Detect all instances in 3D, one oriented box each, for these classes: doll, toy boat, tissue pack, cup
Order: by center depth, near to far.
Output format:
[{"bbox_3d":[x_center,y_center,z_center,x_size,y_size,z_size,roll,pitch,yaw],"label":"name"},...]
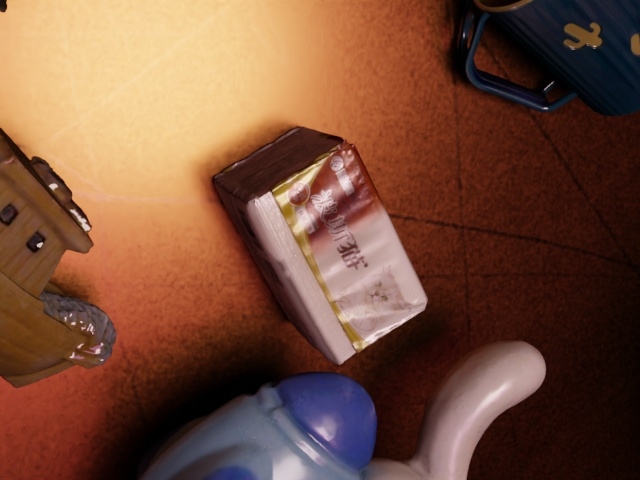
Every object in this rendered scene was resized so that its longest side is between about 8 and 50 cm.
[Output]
[{"bbox_3d":[-0.216,-0.013,0.561,0.121,0.089,0.321,-36,146,-10],"label":"toy boat"},{"bbox_3d":[-0.015,0.237,0.679,0.365,0.187,0.376,12,65,-13],"label":"doll"},{"bbox_3d":[0.000,-0.001,0.714,0.099,0.106,0.149,-32,113,-11],"label":"tissue pack"},{"bbox_3d":[0.205,-0.176,0.751,0.155,0.131,0.176,36,118,-28],"label":"cup"}]

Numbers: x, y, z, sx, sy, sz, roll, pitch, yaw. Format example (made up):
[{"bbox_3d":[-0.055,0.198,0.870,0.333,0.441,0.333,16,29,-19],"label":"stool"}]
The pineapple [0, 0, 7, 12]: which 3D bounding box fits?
[{"bbox_3d":[-0.263,-0.124,0.578,0.277,0.119,0.130,-42,158,-3],"label":"pineapple"}]
